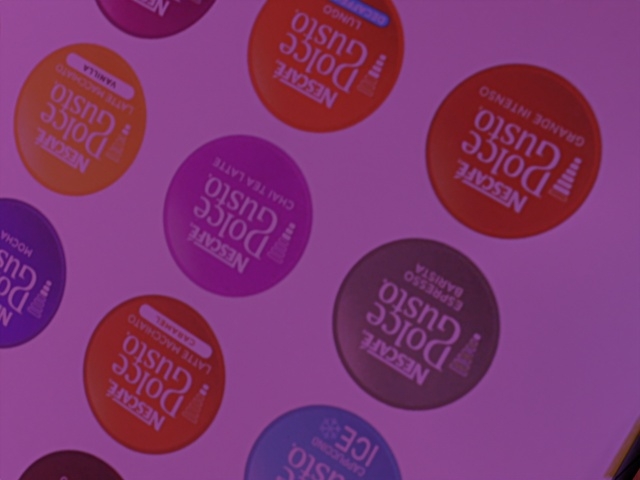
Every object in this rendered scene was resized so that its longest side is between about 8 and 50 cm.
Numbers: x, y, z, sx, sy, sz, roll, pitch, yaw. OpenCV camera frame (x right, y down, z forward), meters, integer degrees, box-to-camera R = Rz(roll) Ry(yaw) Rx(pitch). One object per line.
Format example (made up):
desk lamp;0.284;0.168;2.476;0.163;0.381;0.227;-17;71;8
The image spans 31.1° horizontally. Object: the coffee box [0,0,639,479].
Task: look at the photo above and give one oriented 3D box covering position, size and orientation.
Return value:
coffee box;0.000;0.000;0.523;0.334;0.337;0.338;-61;-19;8
